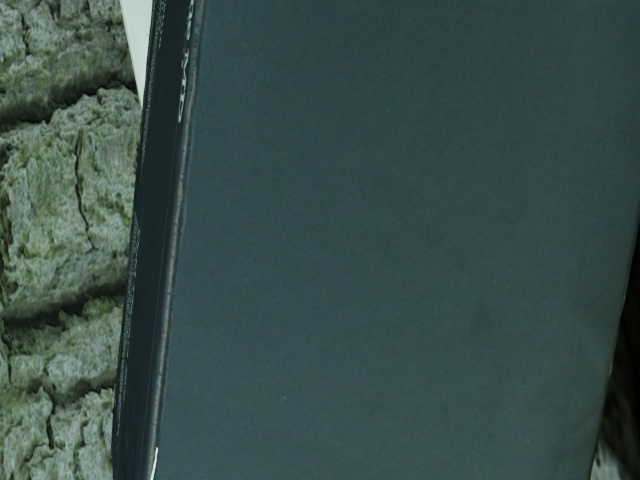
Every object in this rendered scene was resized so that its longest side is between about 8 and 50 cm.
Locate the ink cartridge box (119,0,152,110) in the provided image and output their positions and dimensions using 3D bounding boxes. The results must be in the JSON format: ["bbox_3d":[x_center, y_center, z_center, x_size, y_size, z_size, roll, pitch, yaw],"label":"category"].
[{"bbox_3d":[-0.111,-0.176,1.281,0.285,0.166,0.395,-77,-21,-74],"label":"ink cartridge box"}]

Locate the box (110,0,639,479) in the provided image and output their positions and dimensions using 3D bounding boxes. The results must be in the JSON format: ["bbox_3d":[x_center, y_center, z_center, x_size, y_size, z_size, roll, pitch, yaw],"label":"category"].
[{"bbox_3d":[0.000,0.001,0.524,0.312,0.179,0.343,-132,48,-74],"label":"box"}]
